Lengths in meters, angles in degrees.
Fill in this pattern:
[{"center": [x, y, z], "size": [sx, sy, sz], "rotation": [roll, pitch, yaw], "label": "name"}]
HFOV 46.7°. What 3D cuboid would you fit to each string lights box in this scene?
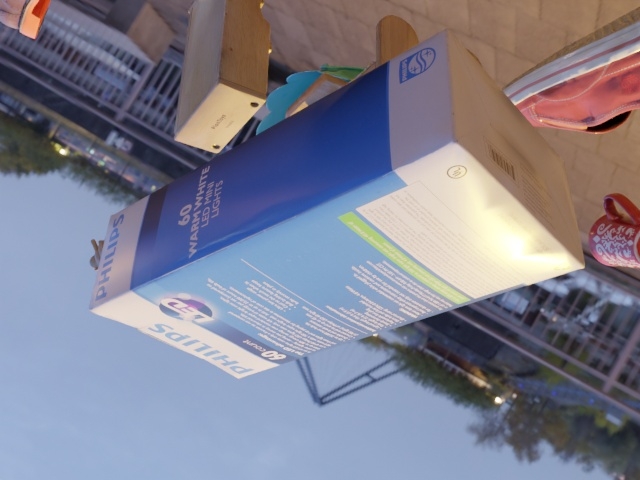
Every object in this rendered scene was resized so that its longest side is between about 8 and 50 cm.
[{"center": [0.000, 0.000, 0.438], "size": [0.260, 0.076, 0.133], "rotation": [-22, 140, 33], "label": "string lights box"}]

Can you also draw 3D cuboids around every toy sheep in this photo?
[{"center": [-0.413, 0.024, 1.515], "size": [0.091, 0.132, 0.091], "rotation": [61, -169, -19], "label": "toy sheep"}]

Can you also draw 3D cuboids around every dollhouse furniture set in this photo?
[{"center": [0.000, -0.149, 0.706], "size": [0.242, 0.160, 0.212], "rotation": [16, 151, -28], "label": "dollhouse furniture set"}]

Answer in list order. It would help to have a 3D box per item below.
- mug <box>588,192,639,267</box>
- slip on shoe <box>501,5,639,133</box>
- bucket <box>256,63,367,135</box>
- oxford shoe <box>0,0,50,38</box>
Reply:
[{"center": [0.603, -0.008, 1.452], "size": [0.150, 0.113, 0.169], "rotation": [43, -179, -6], "label": "mug"}, {"center": [0.276, -0.157, 0.791], "size": [0.101, 0.123, 0.331], "rotation": [56, 163, -7], "label": "slip on shoe"}, {"center": [0.061, -0.125, 1.088], "size": [0.281, 0.281, 0.183], "rotation": [28, -144, 30], "label": "bucket"}, {"center": [-0.419, -0.383, 1.021], "size": [0.099, 0.096, 0.271], "rotation": [19, 149, -19], "label": "oxford shoe"}]
